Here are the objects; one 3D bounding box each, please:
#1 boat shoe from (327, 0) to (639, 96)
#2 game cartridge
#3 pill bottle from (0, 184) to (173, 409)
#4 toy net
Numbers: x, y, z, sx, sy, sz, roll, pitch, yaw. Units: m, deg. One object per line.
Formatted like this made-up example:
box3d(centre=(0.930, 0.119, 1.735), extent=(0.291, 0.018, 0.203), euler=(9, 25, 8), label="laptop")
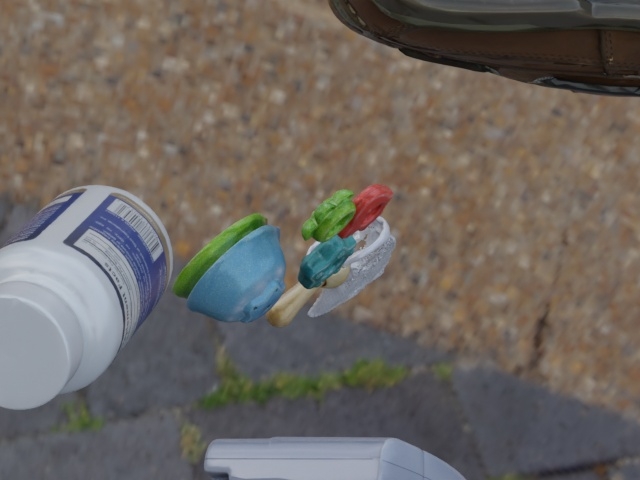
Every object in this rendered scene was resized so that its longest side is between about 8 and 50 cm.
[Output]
box3d(centre=(0.155, -0.122, 0.864), extent=(0.307, 0.104, 0.110), euler=(9, 76, -10), label="boat shoe")
box3d(centre=(0.036, 0.238, 1.706), extent=(0.196, 0.294, 0.060), euler=(2, 71, 20), label="game cartridge")
box3d(centre=(-0.109, 0.025, 0.768), extent=(0.067, 0.067, 0.120), euler=(26, 23, 2), label="pill bottle")
box3d(centre=(0.000, 0.000, 1.107), extent=(0.045, 0.122, 0.232), euler=(46, 15, 12), label="toy net")
